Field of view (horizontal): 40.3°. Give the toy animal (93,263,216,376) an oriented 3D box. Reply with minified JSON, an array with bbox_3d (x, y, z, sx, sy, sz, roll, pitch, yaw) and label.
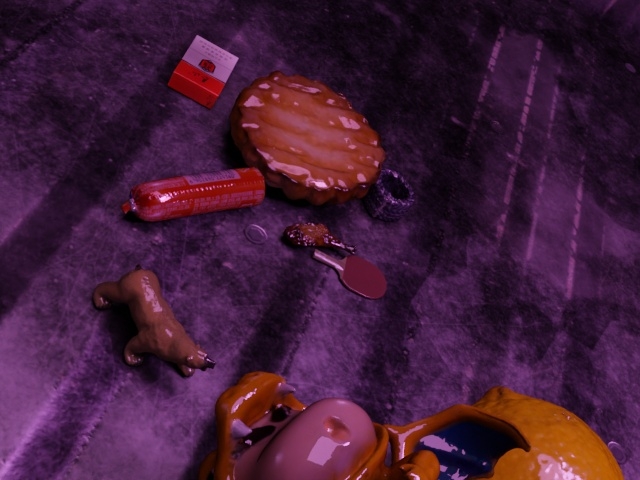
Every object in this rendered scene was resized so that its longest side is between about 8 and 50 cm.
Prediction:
[{"bbox_3d":[-0.241,0.124,1.292,0.103,0.101,0.219,-11,59,-42],"label":"toy animal"}]

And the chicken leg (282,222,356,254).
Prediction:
[{"bbox_3d":[-0.002,-0.003,1.614,0.145,0.037,0.062,9,32,-30],"label":"chicken leg"}]

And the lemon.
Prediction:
[{"bbox_3d":[0.285,0.390,1.247,0.336,0.336,0.336,19,44,-19],"label":"lemon"}]

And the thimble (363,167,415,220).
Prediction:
[{"bbox_3d":[0.140,-0.093,1.776,0.095,0.066,0.104,19,43,-15],"label":"thimble"}]

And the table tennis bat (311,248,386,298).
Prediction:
[{"bbox_3d":[0.054,0.058,1.621,0.156,0.013,0.087,27,44,-13],"label":"table tennis bat"}]

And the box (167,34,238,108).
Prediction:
[{"bbox_3d":[-0.236,-0.343,1.768,0.100,0.048,0.152,26,40,-9],"label":"box"}]

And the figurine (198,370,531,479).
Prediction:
[{"bbox_3d":[0.032,0.365,1.053,0.387,0.401,0.268,22,2,25],"label":"figurine"}]

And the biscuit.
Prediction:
[{"bbox_3d":[-0.030,-0.193,1.726,0.325,0.107,0.326,16,45,-17],"label":"biscuit"}]

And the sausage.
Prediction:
[{"bbox_3d":[-0.221,-0.079,1.515,0.274,0.074,0.074,-12,60,-41],"label":"sausage"}]
